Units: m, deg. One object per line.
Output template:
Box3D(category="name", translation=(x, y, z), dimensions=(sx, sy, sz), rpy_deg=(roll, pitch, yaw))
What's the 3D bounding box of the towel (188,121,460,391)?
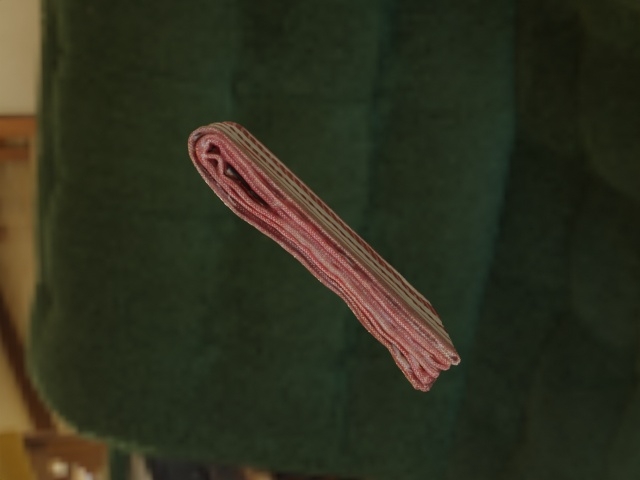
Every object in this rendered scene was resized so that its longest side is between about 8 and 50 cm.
Box3D(category="towel", translation=(0.000, 0.000, 1.429), dimensions=(0.037, 0.237, 0.329), rpy_deg=(-46, 3, 3))
